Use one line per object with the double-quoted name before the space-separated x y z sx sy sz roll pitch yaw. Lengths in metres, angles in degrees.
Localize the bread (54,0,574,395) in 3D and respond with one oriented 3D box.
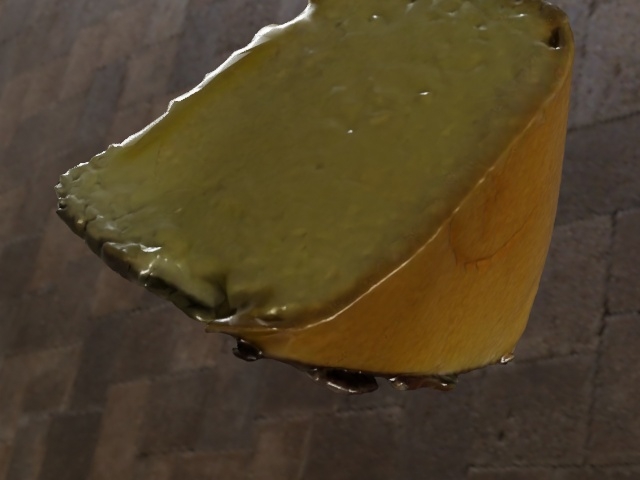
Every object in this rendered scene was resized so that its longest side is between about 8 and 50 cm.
"bread" 0.000 0.000 0.498 0.160 0.169 0.140 -35 52 -27
